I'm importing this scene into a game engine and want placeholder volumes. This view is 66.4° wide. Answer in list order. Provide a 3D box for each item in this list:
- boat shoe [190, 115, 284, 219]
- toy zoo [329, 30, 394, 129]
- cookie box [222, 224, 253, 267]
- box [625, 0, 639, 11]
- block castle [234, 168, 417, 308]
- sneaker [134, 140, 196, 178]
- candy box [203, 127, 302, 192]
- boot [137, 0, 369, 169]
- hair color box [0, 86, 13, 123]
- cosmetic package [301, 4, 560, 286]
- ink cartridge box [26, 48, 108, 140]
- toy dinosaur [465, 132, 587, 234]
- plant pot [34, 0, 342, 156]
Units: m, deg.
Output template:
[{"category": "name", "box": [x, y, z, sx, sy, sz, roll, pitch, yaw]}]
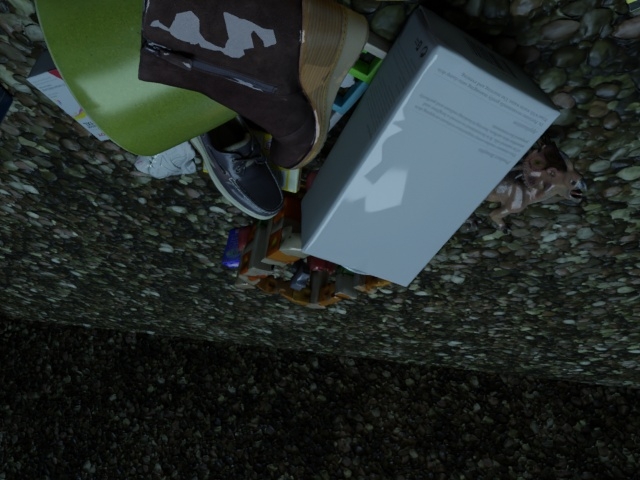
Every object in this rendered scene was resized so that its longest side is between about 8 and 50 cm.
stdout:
[{"category": "boat shoe", "box": [-0.158, -0.163, 0.887, 0.285, 0.103, 0.092, 56, 152, -11]}, {"category": "toy zoo", "box": [-0.035, -0.268, 0.830, 0.192, 0.030, 0.293, 21, 152, -21]}, {"category": "cookie box", "box": [-0.221, 0.017, 1.374, 0.091, 0.107, 0.040, -9, 149, 35]}, {"category": "box", "box": [0.309, -0.352, 0.489, 0.058, 0.087, 0.232, -15, 143, 36]}, {"category": "block castle", "box": [0.000, 0.000, 1.162, 0.303, 0.213, 0.453, 19, 155, -26]}, {"category": "sneaker", "box": [-0.312, -0.172, 0.965, 0.115, 0.090, 0.232, -27, 170, -15]}, {"category": "candy box", "box": [-0.135, -0.167, 0.968, 0.205, 0.027, 0.105, 14, 111, 12]}, {"category": "boot", "box": [-0.084, -0.167, 0.523, 0.206, 0.090, 0.248, 2, 153, -20]}, {"category": "hair color box", "box": [-0.750, -0.331, 0.857, 0.173, 0.105, 0.347, 2, 153, 14]}, {"category": "cosmetic package", "box": [0.141, -0.120, 0.775, 0.217, 0.156, 0.385, 21, 129, -21]}, {"category": "ink cartridge box", "box": [-0.412, -0.272, 0.900, 0.127, 0.072, 0.175, -5, 150, 25]}, {"category": "toy dinosaur", "box": [0.330, -0.121, 0.914, 0.295, 0.127, 0.200, 11, 149, 25]}, {"category": "plant pot", "box": [-0.125, -0.275, 0.604, 0.293, 0.275, 0.275, -13, 149, 13]}]
